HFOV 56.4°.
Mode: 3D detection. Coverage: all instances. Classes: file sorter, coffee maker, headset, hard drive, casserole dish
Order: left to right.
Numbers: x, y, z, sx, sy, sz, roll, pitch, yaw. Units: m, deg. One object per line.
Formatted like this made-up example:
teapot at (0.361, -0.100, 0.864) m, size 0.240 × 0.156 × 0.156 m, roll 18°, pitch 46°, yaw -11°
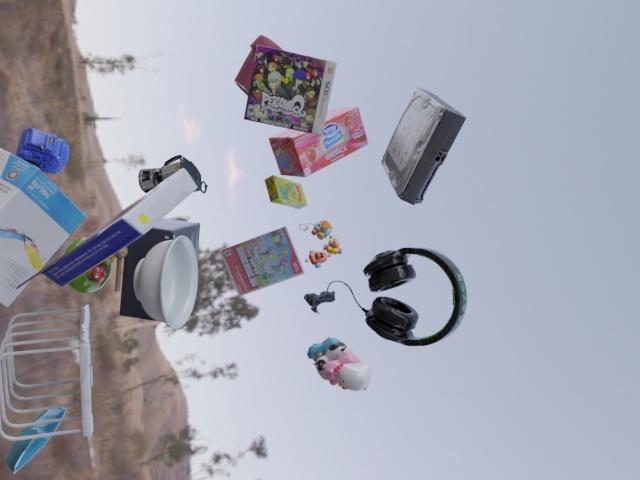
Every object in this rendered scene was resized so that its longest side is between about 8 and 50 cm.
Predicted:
casserole dish at (-0.638, 0.437, 1.334) m, size 0.114 × 0.037 × 0.188 m, roll -59°, pitch -178°, yaw 10°
file sorter at (-0.573, 0.272, 1.257) m, size 0.278 × 0.173 × 0.192 m, roll -154°, pitch -116°, yaw -66°
coffee maker at (-0.515, -0.198, 2.076) m, size 0.171 × 0.178 × 0.120 m, roll 64°, pitch 23°, yaw -43°
headset at (0.161, 0.141, 1.499) m, size 0.394 × 0.185 × 0.243 m, roll -3°, pitch -92°, yaw 35°
hard drive at (0.245, -0.247, 1.506) m, size 0.339 × 0.064 × 0.237 m, roll -97°, pitch -150°, yaw -66°

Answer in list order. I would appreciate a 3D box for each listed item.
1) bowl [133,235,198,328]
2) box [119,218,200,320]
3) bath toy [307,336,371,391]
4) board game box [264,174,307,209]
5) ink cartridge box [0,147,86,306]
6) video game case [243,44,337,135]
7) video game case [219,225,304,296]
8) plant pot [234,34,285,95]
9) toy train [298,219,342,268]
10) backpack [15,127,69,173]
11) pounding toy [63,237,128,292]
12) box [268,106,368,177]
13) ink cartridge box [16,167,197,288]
bowl at (-0.506, 0.129, 1.912) m, size 0.298 × 0.134 × 0.297 m, roll 3°, pitch 90°, yaw -82°
box at (-0.606, 0.101, 2.283) m, size 0.312 × 0.179 × 0.343 m, roll -41°, pitch 138°, yaw -81°
bath toy at (0.060, 0.446, 2.125) m, size 0.151 × 0.129 × 0.348 m, roll -69°, pitch -161°, yaw -1°
board game box at (-0.126, -0.176, 2.204) m, size 0.043 × 0.181 × 0.092 m, roll -26°, pitch -109°, yaw 28°
ink cartridge box at (-0.718, -0.035, 1.321) m, size 0.198 × 0.270 × 0.197 m, roll 24°, pitch -22°, yaw 25°
video game case at (-0.086, -0.422, 1.689) m, size 0.042 × 0.232 × 0.210 m, roll -111°, pitch -147°, yaw -78°
video game case at (-0.229, 0.084, 2.354) m, size 0.025 × 0.285 × 0.204 m, roll -73°, pitch 142°, yaw -77°
plant pot at (-0.197, -0.583, 2.092) m, size 0.180 × 0.201 × 0.201 m, roll -49°, pitch -143°, yaw 0°
toy train at (0.000, 0.000, 1.788) m, size 0.046 × 0.125 × 0.166 m, roll 111°, pitch -34°, yaw -52°
backpack at (-0.724, -0.232, 1.565) m, size 0.101 × 0.120 × 0.098 m, roll -30°, pitch -129°, yaw 45°
pounding toy at (-0.716, 0.084, 1.966) m, size 0.110 × 0.237 × 0.183 m, roll -1°, pitch -96°, yaw 29°
box at (-0.004, -0.339, 2.036) m, size 0.154 × 0.300 × 0.142 m, roll 12°, pitch -53°, yaw 53°
ink cartridge box at (-0.444, -0.008, 1.271) m, size 0.304 × 0.307 × 0.072 m, roll -26°, pitch -71°, yaw 32°
